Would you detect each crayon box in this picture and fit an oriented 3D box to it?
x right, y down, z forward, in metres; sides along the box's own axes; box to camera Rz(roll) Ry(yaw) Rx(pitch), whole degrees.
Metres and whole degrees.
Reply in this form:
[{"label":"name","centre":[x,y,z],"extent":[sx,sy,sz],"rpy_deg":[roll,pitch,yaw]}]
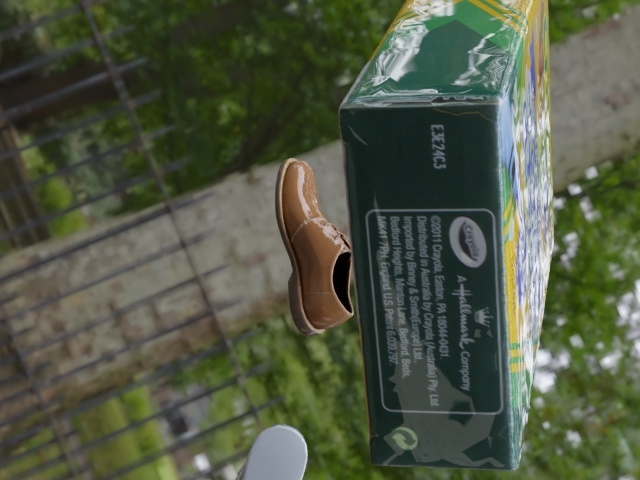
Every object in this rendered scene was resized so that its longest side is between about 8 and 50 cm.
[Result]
[{"label":"crayon box","centre":[0.089,-0.039,0.811],"extent":[0.323,0.083,0.203],"rpy_deg":[-64,151,-62]}]

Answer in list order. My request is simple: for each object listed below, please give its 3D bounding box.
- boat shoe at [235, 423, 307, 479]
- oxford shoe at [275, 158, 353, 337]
[{"label":"boat shoe","centre":[-0.087,0.351,1.677],"extent":[0.088,0.096,0.267],"rpy_deg":[106,0,-83]},{"label":"oxford shoe","centre":[0.000,0.000,1.584],"extent":[0.076,0.076,0.212],"rpy_deg":[13,62,-56]}]
